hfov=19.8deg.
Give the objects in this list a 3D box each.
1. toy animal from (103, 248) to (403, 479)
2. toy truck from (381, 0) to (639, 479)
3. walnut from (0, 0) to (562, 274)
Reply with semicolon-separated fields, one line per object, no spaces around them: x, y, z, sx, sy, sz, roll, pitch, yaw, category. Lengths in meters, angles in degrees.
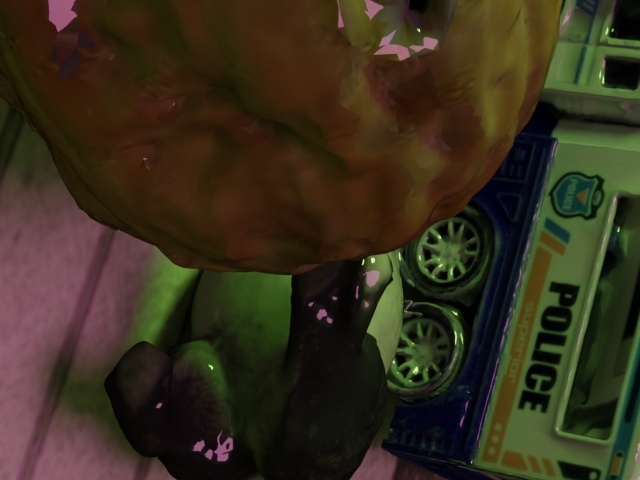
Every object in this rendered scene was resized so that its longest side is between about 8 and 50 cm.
0.000;0.000;0.720;0.121;0.094;0.225;67;34;-57;toy animal
0.137;-0.007;0.867;0.124;0.155;0.268;31;73;-55;toy truck
-0.023;-0.098;0.565;0.198;0.198;0.245;-52;129;-36;walnut
